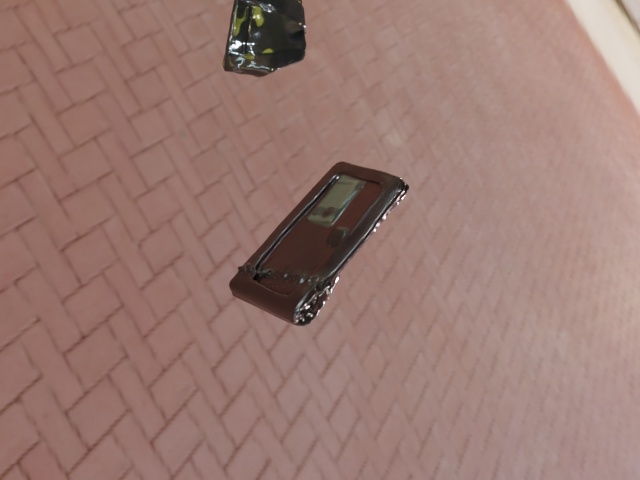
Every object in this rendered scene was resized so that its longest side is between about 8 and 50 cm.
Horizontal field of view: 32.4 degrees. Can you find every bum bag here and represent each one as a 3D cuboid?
[{"bbox_3d":[-0.066,-0.319,1.373,0.060,0.106,0.232,-179,-87,-83],"label":"bum bag"},{"bbox_3d":[0.000,0.000,0.941,0.159,0.109,0.026,-49,125,-14],"label":"bum bag"}]
